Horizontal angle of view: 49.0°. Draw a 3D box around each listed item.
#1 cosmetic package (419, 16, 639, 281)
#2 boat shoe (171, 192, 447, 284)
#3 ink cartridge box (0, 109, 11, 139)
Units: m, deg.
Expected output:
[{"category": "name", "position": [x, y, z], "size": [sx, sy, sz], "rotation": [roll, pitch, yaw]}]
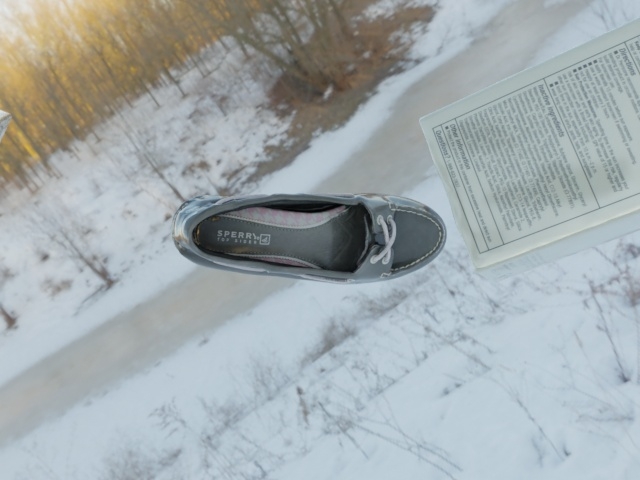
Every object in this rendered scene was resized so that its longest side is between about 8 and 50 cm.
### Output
[{"category": "cosmetic package", "position": [0.263, -0.091, 0.621], "size": [0.309, 0.160, 0.113], "rotation": [-21, -16, 18]}, {"category": "boat shoe", "position": [0.000, 0.000, 0.804], "size": [0.335, 0.112, 0.095], "rotation": [2, 7, -14]}, {"category": "ink cartridge box", "position": [-0.417, -0.044, 0.621], "size": [0.235, 0.193, 0.088], "rotation": [-64, 21, 8]}]
